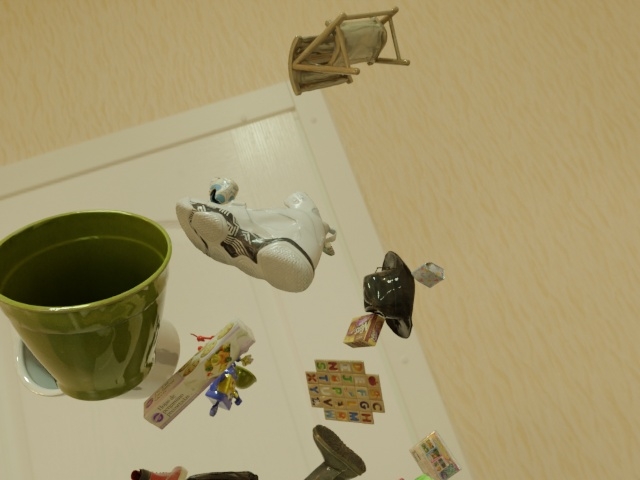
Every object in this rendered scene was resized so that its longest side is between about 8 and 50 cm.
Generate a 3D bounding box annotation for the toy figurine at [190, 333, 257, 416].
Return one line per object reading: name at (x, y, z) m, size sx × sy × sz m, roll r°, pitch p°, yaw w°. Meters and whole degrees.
toy figurine at (-0.342, 0.486, 1.648) m, size 0.192 × 0.217 × 0.362 m, roll 8°, pitch -35°, yaw 8°

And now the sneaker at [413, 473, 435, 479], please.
sneaker at (0.204, 0.615, 0.965) m, size 0.185 × 0.202 × 0.482 m, roll -37°, pitch -35°, yaw -20°

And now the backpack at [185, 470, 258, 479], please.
backpack at (-0.254, 0.655, 1.209) m, size 0.189 × 0.144 × 0.166 m, roll 12°, pitch 6°, yaw -13°

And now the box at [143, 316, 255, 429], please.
box at (-0.301, 0.328, 1.225) m, size 0.324 × 0.063 × 0.067 m, roll -43°, pitch 25°, yaw 0°

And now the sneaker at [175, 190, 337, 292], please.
sneaker at (-0.143, -0.033, 1.154) m, size 0.210 × 0.366 × 0.137 m, roll -51°, pitch -18°, yaw -42°

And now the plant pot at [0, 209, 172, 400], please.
plant pot at (-0.521, 0.171, 1.145) m, size 0.367 × 0.366 × 0.352 m, roll -12°, pitch -53°, yaw -25°

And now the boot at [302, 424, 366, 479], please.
boot at (-0.013, 0.589, 1.242) m, size 0.208 × 0.189 × 0.076 m, roll -42°, pitch 4°, yaw 14°

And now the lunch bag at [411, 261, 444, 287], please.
lunch bag at (0.346, 0.105, 1.585) m, size 0.083 × 0.053 × 0.071 m, roll 26°, pitch -44°, yaw -18°

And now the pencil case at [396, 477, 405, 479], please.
pencil case at (0.259, 1.066, 2.023) m, size 0.237 × 0.104 × 0.104 m, roll -30°, pitch -18°, yaw 9°

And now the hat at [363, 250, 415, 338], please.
hat at (0.215, 0.191, 1.736) m, size 0.134 × 0.330 × 0.331 m, roll -2°, pitch -20°, yaw -13°

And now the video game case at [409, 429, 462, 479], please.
video game case at (0.425, 0.812, 1.827) m, size 0.019 × 0.157 × 0.143 m, roll 13°, pitch -54°, yaw -51°

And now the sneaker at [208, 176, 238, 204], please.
sneaker at (-0.322, -0.150, 1.554) m, size 0.086 × 0.085 × 0.237 m, roll -46°, pitch 16°, yaw -14°

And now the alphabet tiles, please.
alphabet tiles at (0.099, 0.639, 2.085) m, size 0.343 × 0.284 × 0.011 m, roll -5°, pitch 10°, yaw 27°

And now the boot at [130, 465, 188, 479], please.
boot at (-0.565, 0.825, 1.718) m, size 0.088 × 0.176 × 0.244 m, roll -60°, pitch 5°, yaw -8°

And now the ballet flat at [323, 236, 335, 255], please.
ballet flat at (0.000, 0.000, 1.397) m, size 0.041 × 0.114 × 0.041 m, roll -53°, pitch 3°, yaw 4°

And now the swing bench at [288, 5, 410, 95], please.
swing bench at (0.071, -0.538, 1.411) m, size 0.255 × 0.165 × 0.253 m, roll -1°, pitch 21°, yaw 46°

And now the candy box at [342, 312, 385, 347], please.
candy box at (0.157, 0.332, 1.799) m, size 0.053 × 0.109 × 0.187 m, roll 29°, pitch -22°, yaw -11°

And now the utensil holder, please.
utensil holder at (-0.673, 0.333, 1.551) m, size 0.328 × 0.327 × 0.385 m, roll -22°, pitch -25°, yaw 9°
